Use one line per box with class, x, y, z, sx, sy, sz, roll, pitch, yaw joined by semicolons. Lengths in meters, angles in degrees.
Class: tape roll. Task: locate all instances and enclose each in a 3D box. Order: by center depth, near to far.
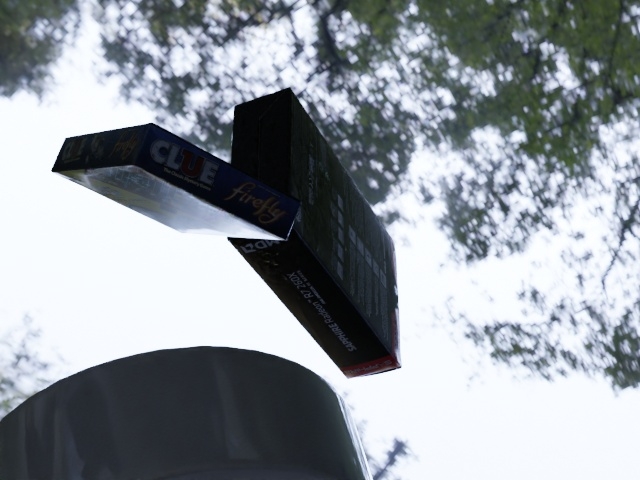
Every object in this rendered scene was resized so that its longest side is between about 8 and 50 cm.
tape roll;-0.099;0.201;0.796;0.286;0.286;0.100;-29;-134;9

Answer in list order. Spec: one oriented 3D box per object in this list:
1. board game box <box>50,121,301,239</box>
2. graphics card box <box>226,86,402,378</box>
board game box;-0.148;-0.054;1.116;0.243;0.165;0.042;4;-110;60
graphics card box;0.000;0.000;1.552;0.094;0.371;0.233;-15;-129;19
